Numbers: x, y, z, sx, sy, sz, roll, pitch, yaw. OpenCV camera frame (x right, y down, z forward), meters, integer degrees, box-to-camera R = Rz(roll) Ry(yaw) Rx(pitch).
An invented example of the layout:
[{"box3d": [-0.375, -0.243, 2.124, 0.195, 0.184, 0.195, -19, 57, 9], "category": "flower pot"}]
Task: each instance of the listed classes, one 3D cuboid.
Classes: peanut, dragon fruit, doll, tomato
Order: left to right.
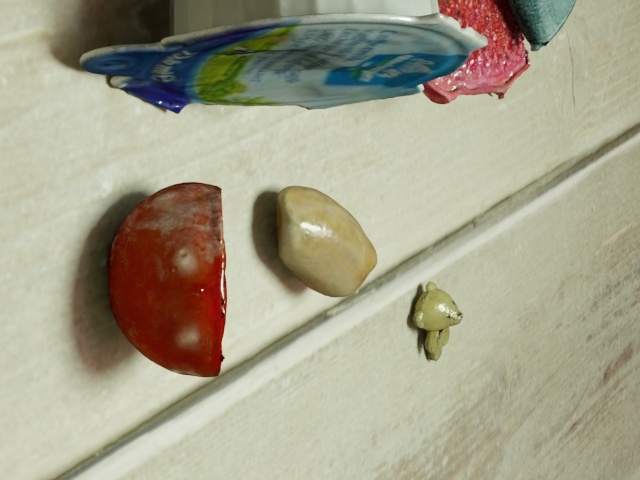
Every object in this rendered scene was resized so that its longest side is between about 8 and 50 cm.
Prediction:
[{"box3d": [-0.115, 0.028, 1.386, 0.159, 0.091, 0.139, -92, -175, -62], "category": "tomato"}, {"box3d": [0.000, 0.000, 1.626, 0.152, 0.076, 0.076, 43, 58, -53], "category": "peanut"}, {"box3d": [0.078, -0.233, 1.688, 0.161, 0.126, 0.274, -49, 133, -34], "category": "dragon fruit"}, {"box3d": [0.119, 0.086, 1.943, 0.093, 0.051, 0.061, 111, 2, -58], "category": "doll"}]

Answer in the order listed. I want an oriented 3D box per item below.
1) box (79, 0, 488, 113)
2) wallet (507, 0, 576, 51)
[{"box3d": [-0.041, -0.221, 1.370, 0.262, 0.291, 0.206, 146, -59, -70], "category": "box"}, {"box3d": [0.173, -0.363, 1.633, 0.190, 0.046, 0.379, -57, 138, -23], "category": "wallet"}]
